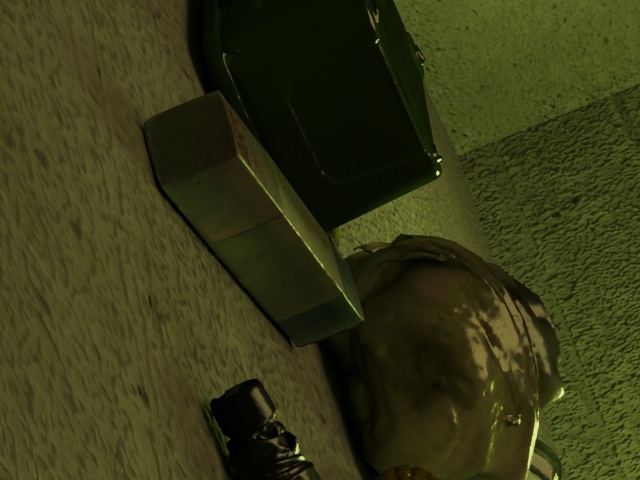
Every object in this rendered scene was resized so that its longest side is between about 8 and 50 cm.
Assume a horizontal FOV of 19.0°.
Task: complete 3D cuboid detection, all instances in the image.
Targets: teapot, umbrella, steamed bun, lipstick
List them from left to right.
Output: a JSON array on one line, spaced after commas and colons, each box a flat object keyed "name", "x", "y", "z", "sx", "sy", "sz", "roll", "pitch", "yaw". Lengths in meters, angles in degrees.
[{"name": "lipstick", "x": -0.047, "y": -0.009, "z": 1.510, "sx": 0.317, "sy": 0.068, "sz": 0.066, "roll": 53, "pitch": 18, "yaw": -59}, {"name": "umbrella", "x": -0.009, "y": 0.197, "z": 1.263, "sx": 0.071, "sy": 0.080, "sz": 0.224, "roll": -34, "pitch": 101, "yaw": -46}, {"name": "steamed bun", "x": 0.133, "y": 0.128, "z": 1.846, "sx": 0.280, "sy": 0.207, "sz": 0.268, "roll": 61, "pitch": 10, "yaw": -50}, {"name": "teapot", "x": 0.248, "y": 0.285, "z": 2.524, "sx": 0.108, "sy": 0.111, "sz": 0.149, "roll": 47, "pitch": 24, "yaw": -31}]

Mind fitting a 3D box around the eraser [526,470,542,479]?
[{"name": "eraser", "x": 0.227, "y": 0.357, "z": 2.156, "sx": 0.174, "sy": 0.095, "sz": 0.270, "roll": 40, "pitch": 17, "yaw": -14}]

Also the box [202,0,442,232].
[{"name": "box", "x": 0.002, "y": -0.175, "z": 1.857, "sx": 0.329, "sy": 0.177, "sz": 0.253, "roll": -97, "pitch": 162, "yaw": -60}]

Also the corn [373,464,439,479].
[{"name": "corn", "x": 0.065, "y": 0.243, "z": 1.568, "sx": 0.231, "sy": 0.080, "sz": 0.080, "roll": -47, "pitch": 115, "yaw": -78}]

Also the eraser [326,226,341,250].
[{"name": "eraser", "x": 0.000, "y": 0.000, "z": 1.883, "sx": 0.083, "sy": 0.038, "sz": 0.019, "roll": -69, "pitch": 136, "yaw": -77}]
